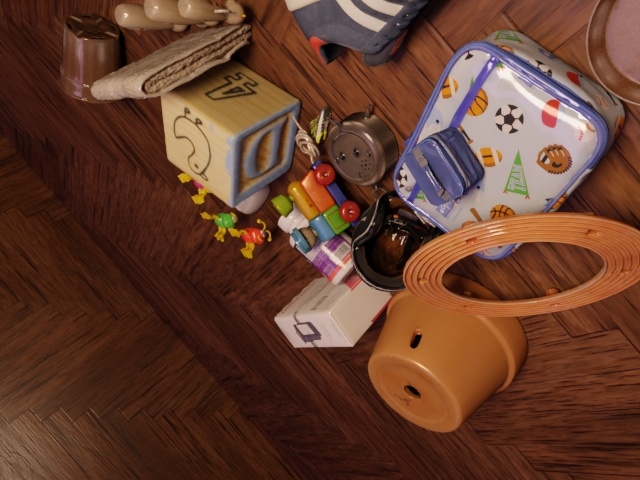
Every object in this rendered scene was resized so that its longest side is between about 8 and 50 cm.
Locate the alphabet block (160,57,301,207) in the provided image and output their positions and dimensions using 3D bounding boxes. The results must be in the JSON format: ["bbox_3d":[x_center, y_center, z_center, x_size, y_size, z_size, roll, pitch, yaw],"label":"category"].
[{"bbox_3d":[-0.182,-0.224,0.929,0.197,0.193,0.192,36,141,18],"label":"alphabet block"}]

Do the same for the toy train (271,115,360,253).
[{"bbox_3d":[-0.040,-0.104,0.908,0.248,0.143,0.105,55,177,-9],"label":"toy train"}]

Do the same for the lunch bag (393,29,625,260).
[{"bbox_3d":[0.238,-0.122,0.654,0.243,0.115,0.303,41,143,14],"label":"lunch bag"}]

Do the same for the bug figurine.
[{"bbox_3d":[-0.240,-0.093,1.123,0.216,0.072,0.279,10,134,49],"label":"bug figurine"}]

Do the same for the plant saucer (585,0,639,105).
[{"bbox_3d":[0.379,-0.225,0.479,0.168,0.029,0.168,27,138,27],"label":"plant saucer"}]

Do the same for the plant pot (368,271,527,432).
[{"bbox_3d":[0.233,0.236,0.909,0.291,0.203,0.291,27,138,27],"label":"plant pot"}]

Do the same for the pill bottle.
[{"bbox_3d":[0.000,0.000,1.016,0.193,0.108,0.108,42,144,9],"label":"pill bottle"}]

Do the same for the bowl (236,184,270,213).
[{"bbox_3d":[-0.205,-0.138,1.153,0.142,0.053,0.142,48,144,4],"label":"bowl"}]

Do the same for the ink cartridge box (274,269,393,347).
[{"bbox_3d":[0.026,0.164,1.084,0.237,0.172,0.100,-18,108,52],"label":"ink cartridge box"}]

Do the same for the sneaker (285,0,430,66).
[{"bbox_3d":[0.106,-0.322,0.607,0.350,0.131,0.148,11,138,48],"label":"sneaker"}]

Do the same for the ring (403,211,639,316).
[{"bbox_3d":[0.292,0.043,0.672,0.337,0.032,0.336,3,150,2],"label":"ring"}]

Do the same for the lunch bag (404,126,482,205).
[{"bbox_3d":[0.164,-0.094,0.611,0.098,0.065,0.067,57,147,1],"label":"lunch bag"}]

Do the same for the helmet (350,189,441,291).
[{"bbox_3d":[0.133,0.008,0.829,0.169,0.169,0.161,36,132,17],"label":"helmet"}]

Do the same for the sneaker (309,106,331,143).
[{"bbox_3d":[-0.005,-0.226,0.878,0.035,0.031,0.083,37,143,17],"label":"sneaker"}]

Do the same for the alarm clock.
[{"bbox_3d":[0.082,-0.148,0.838,0.129,0.064,0.192,-3,123,48],"label":"alarm clock"}]

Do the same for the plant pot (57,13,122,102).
[{"bbox_3d":[-0.585,-0.472,1.162,0.167,0.167,0.165,40,136,12],"label":"plant pot"}]

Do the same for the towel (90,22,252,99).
[{"bbox_3d":[-0.269,-0.331,0.844,0.187,0.282,0.049,11,135,39],"label":"towel"}]

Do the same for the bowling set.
[{"bbox_3d":[-0.254,-0.491,0.832,0.287,0.154,0.199,20,117,36],"label":"bowling set"}]
